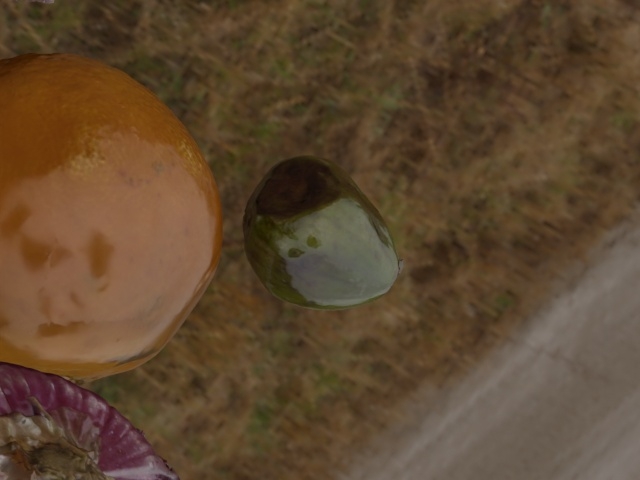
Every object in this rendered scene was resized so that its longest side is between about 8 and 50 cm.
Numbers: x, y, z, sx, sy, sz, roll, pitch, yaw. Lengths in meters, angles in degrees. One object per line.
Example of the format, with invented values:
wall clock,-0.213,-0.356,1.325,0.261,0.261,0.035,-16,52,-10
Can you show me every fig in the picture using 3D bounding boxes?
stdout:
fig,0.000,0.000,1.539,0.144,0.166,0.154,-55,-169,-25

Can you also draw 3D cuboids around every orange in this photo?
orange,-0.238,-0.017,1.368,0.312,0.312,0.312,-33,140,-32

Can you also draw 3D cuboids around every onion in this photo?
onion,-0.177,0.173,0.864,0.230,0.230,0.163,-4,138,-51

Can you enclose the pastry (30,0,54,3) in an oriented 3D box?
pastry,-0.329,-0.316,1.539,0.265,0.103,0.112,24,86,-77
